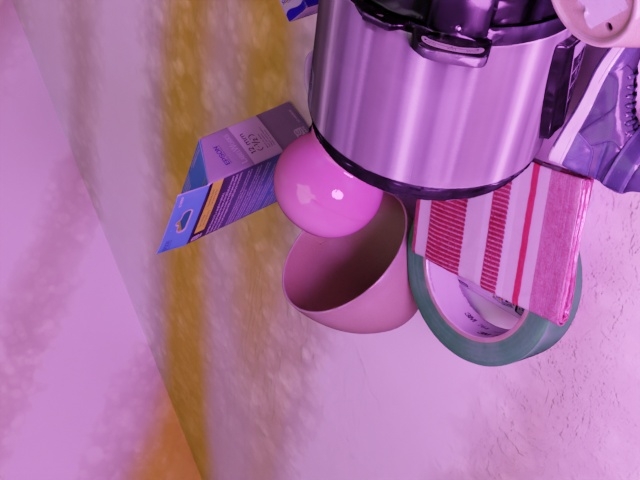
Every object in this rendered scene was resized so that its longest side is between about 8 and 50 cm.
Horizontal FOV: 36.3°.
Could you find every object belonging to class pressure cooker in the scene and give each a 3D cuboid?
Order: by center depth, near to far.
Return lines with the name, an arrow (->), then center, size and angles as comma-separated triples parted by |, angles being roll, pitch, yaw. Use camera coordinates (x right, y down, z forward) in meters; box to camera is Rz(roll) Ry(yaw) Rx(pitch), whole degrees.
pressure cooker -> 0.172, -0.308, 1.336 | 0.370, 0.375, 0.421 | 46, 145, 33

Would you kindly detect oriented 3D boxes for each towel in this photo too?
towel -> 0.277, -0.033, 1.545 | 0.329, 0.037, 0.237 | 28, 121, 45

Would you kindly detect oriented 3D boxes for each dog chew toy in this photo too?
dog chew toy -> 0.058, -0.166, 1.756 | 0.206, 0.206, 0.332 | 47, 116, 27

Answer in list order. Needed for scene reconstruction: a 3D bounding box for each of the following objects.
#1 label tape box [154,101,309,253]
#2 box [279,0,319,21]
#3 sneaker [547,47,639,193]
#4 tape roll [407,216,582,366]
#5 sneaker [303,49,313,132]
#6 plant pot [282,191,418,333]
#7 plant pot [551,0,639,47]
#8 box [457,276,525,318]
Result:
label tape box -> -0.204, -0.129, 2.061 | 0.115, 0.347, 0.249 | 55, 148, 16
box -> -0.021, -0.480, 1.745 | 0.072, 0.126, 0.137 | -21, 94, 58
sneaker -> 0.434, -0.170, 1.330 | 0.163, 0.086, 0.226 | 32, 121, 17
tape roll -> 0.285, 0.048, 1.638 | 0.321, 0.077, 0.321 | 14, 109, 47
sneaker -> 0.000, -0.259, 1.922 | 0.121, 0.079, 0.217 | -12, 96, 68
plant pot -> 0.094, 0.070, 1.877 | 0.284, 0.284, 0.191 | 17, 157, 51
plant pot -> 0.392, -0.317, 1.063 | 0.256, 0.274, 0.257 | 45, 150, 35
box -> 0.323, 0.064, 1.706 | 0.207, 0.036, 0.114 | 33, 137, 41
